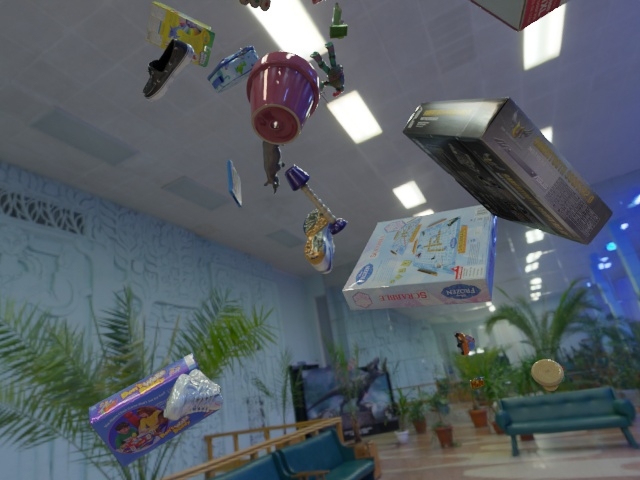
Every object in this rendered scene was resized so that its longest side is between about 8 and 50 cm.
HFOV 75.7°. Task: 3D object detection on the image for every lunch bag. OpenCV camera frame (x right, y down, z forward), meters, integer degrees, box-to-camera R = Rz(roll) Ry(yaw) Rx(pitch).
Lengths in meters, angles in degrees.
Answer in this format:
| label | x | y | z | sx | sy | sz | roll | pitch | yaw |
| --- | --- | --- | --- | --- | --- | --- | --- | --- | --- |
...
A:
| label | x | y | z | sx | sy | sz | roll | pitch | yaw |
| --- | --- | --- | --- | --- | --- | --- | --- | --- | --- |
| lunch bag | -0.330 | -0.644 | 1.565 | 0.176 | 0.090 | 0.219 | -40 | 21 | -19 |

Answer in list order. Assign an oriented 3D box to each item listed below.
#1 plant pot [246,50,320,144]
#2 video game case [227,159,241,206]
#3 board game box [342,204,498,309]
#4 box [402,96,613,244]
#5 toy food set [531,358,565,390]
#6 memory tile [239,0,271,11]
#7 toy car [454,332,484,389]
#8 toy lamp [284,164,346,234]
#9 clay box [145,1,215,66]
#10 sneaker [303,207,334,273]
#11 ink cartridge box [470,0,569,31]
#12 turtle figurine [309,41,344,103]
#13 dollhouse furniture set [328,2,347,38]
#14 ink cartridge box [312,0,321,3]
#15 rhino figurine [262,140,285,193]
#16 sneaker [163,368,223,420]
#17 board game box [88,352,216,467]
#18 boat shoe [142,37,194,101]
| label | x | y | z | sx | sy | sz | roll | pitch | yaw |
| --- | --- | --- | --- | --- | --- | --- | --- | --- | --- |
| plant pot | -0.105 | -0.361 | 1.092 | 0.201 | 0.181 | 0.201 | 3 | -37 | 2 |
| video game case | -0.314 | -0.204 | 1.508 | 0.015 | 0.119 | 0.166 | -6 | -15 | -1 |
| board game box | 0.251 | 0.035 | 0.996 | 0.317 | 0.066 | 0.319 | -9 | 28 | 31 |
| box | 0.244 | -0.097 | 0.559 | 0.231 | 0.056 | 0.183 | 34 | 3 | -22 |
| toy food set | 0.633 | 0.369 | 1.145 | 0.082 | 0.083 | 0.020 | -40 | -54 | -9 |
| memory tile | -0.133 | -0.619 | 0.962 | 0.113 | 0.012 | 0.148 | -25 | -35 | -56 |
| toy car | 0.348 | 0.274 | 0.954 | 0.040 | 0.122 | 0.060 | -16 | -1 | 6 |
| toy lamp | -0.020 | -0.142 | 1.429 | 0.080 | 0.080 | 0.275 | -25 | -66 | 37 |
| clay box | -0.474 | -0.703 | 1.415 | 0.221 | 0.053 | 0.128 | 23 | -58 | -9 |
| sneaker | 0.000 | 0.000 | 1.645 | 0.111 | 0.297 | 0.131 | -11 | -42 | 21 |
| ink cartridge box | 0.212 | -0.287 | 0.366 | 0.175 | 0.128 | 0.072 | -31 | -33 | 0 |
| turtle figurine | 0.050 | -0.729 | 1.808 | 0.118 | 0.175 | 0.234 | 21 | -30 | 42 |
| dollhouse furniture set | 0.046 | -0.738 | 1.399 | 0.058 | 0.152 | 0.076 | -8 | -38 | -8 |
| ink cartridge box | 0.026 | -0.909 | 1.426 | 0.150 | 0.110 | 0.063 | -16 | 5 | 8 |
| rhino figurine | -0.188 | -0.303 | 1.632 | 0.072 | 0.244 | 0.106 | 8 | 22 | 15 |
| sneaker | -0.294 | 0.377 | 0.996 | 0.115 | 0.091 | 0.232 | 22 | -2 | 2 |
| board game box | -0.547 | 0.568 | 1.390 | 0.346 | 0.078 | 0.234 | -26 | -57 | -22 |
| boat shoe | -0.474 | -0.509 | 1.227 | 0.228 | 0.080 | 0.076 | -30 | -27 | 28 |
